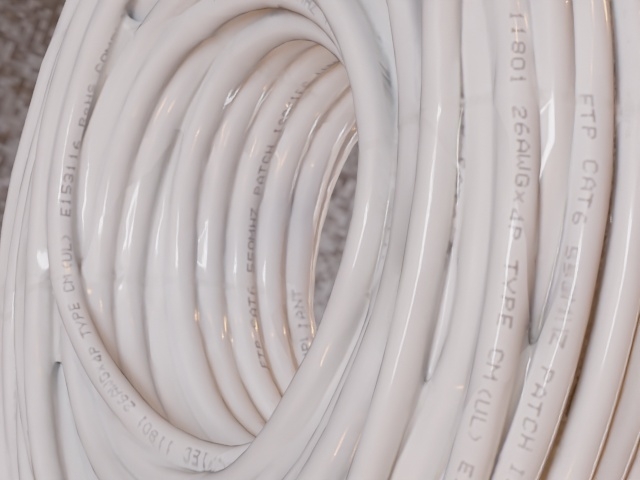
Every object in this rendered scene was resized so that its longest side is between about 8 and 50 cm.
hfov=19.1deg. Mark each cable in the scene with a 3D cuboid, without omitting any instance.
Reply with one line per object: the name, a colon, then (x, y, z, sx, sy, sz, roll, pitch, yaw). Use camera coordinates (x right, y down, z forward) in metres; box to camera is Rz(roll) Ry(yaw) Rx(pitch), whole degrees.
cable: (0.000, 0.000, 0.484, 0.089, 0.257, 0.257, 10, 67, -33)
